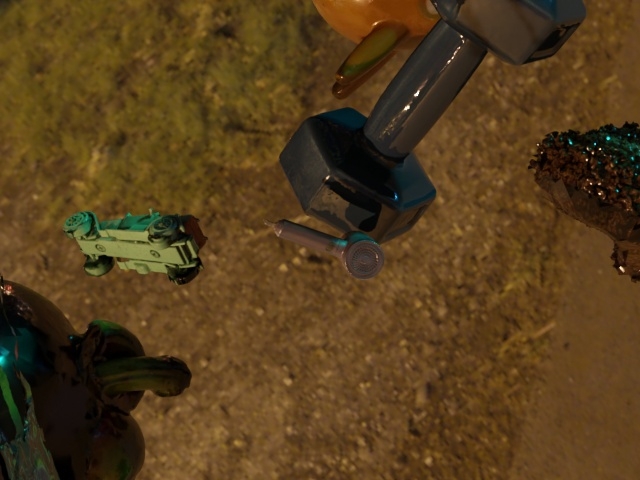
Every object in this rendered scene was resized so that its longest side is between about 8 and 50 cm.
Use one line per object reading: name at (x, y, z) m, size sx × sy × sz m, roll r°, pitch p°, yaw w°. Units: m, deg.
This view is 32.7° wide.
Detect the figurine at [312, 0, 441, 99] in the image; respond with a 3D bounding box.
figurine at (0.031, -0.399, 1.352) m, size 0.401 × 0.387 × 0.268 m, roll -27°, pitch 3°, yaw 31°

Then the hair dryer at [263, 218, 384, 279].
hair dryer at (0.000, 0.000, 1.009) m, size 0.063 × 0.114 × 0.037 m, roll -130°, pitch 60°, yaw -77°

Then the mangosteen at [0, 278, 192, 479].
mangosteen at (-0.328, 0.183, 1.142) m, size 0.359 × 0.306 × 0.306 m, roll -9°, pitch 38°, yaw 12°

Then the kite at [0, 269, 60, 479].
kite at (-0.192, 0.114, 0.687) m, size 0.015 × 0.285 × 0.152 m, roll -12°, pitch 10°, yaw -5°

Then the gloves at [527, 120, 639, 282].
gloves at (0.354, -0.060, 1.266) m, size 0.210 × 0.312 × 0.135 m, roll 41°, pitch 119°, yaw 32°

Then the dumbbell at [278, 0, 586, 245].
dumbbell at (0.099, -0.145, 1.043) m, size 0.325 × 0.160 × 0.144 m, roll -53°, pitch 15°, yaw 33°

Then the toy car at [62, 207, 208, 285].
toy car at (-0.184, 0.002, 1.082) m, size 0.143 × 0.073 × 0.054 m, roll 4°, pitch 48°, yaw 27°
